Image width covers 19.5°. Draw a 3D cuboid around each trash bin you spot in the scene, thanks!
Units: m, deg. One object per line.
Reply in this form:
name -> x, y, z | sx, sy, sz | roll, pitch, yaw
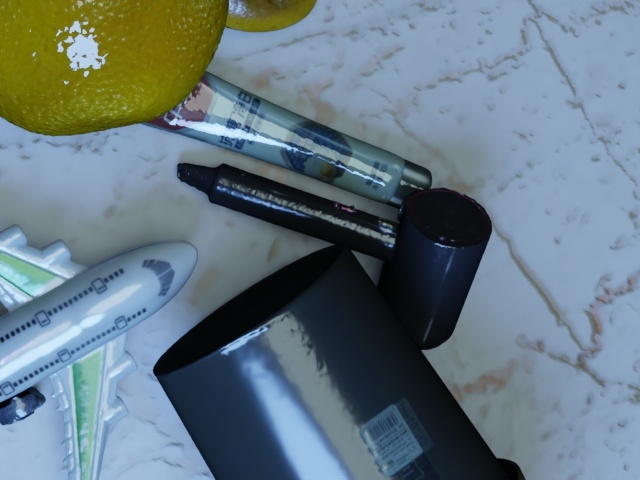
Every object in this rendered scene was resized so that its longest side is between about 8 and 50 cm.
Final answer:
trash bin -> 0.033, 0.188, 1.393 | 0.214, 0.214, 0.333 | -36, 98, -9

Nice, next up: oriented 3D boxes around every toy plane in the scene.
toy plane -> -0.206, 0.069, 1.392 | 0.255, 0.101, 0.251 | -32, 98, -14

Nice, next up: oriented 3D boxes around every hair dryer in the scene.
hair dryer -> 0.000, -0.001, 1.451 | 0.248, 0.070, 0.114 | 17, 124, 1

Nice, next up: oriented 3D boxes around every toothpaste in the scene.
toothpaste -> -0.027, -0.080, 1.459 | 0.239, 0.039, 0.062 | 21, 94, -11

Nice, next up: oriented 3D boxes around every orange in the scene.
orange -> -0.175, -0.189, 1.329 | 0.236, 0.236, 0.236 | -1, 92, -13

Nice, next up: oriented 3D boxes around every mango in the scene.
mango -> -0.055, -0.201, 1.440 | 0.114, 0.057, 0.078 | 8, 86, -21
